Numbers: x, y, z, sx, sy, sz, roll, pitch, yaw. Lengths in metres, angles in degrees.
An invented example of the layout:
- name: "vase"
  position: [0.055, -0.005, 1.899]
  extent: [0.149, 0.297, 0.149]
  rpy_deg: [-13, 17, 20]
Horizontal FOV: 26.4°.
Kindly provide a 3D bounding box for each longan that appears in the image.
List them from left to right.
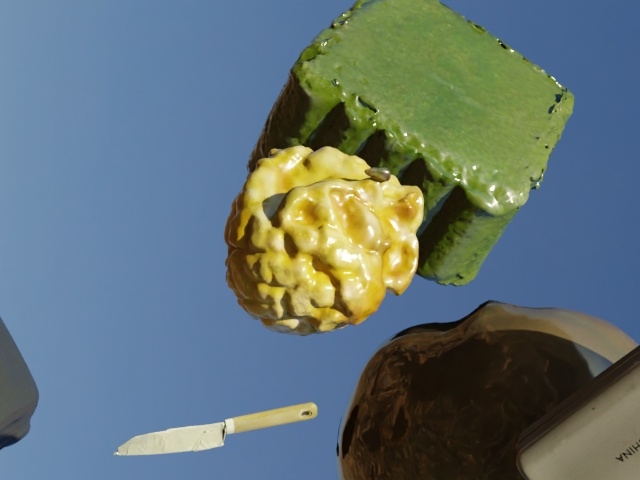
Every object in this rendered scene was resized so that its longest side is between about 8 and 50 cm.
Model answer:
- name: "longan"
  position: [0.176, 0.197, 1.288]
  extent: [0.350, 0.288, 0.288]
  rpy_deg: [-26, -121, 33]

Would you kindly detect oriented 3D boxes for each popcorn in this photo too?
- name: "popcorn"
  position: [0.000, 0.000, 1.199]
  extent: [0.170, 0.180, 0.180]
  rpy_deg: [131, -42, -51]

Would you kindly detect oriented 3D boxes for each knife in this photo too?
- name: "knife"
  position: [-0.147, 0.274, 1.943]
  extent: [0.017, 0.297, 0.047]
  rpy_deg: [-121, -153, -53]

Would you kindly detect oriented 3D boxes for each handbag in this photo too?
- name: "handbag"
  position: [-0.504, 0.163, 1.890]
  extent: [0.275, 0.178, 0.302]
  rpy_deg: [-27, -90, 52]

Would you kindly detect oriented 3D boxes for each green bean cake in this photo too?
- name: "green bean cake"
  position: [0.114, -0.123, 1.678]
  extent: [0.335, 0.319, 0.218]
  rpy_deg: [-49, 171, -45]

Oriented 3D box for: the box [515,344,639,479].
- name: "box"
  position: [0.273, 0.131, 1.070]
  extent: [0.243, 0.103, 0.055]
  rpy_deg: [-40, -173, 17]
